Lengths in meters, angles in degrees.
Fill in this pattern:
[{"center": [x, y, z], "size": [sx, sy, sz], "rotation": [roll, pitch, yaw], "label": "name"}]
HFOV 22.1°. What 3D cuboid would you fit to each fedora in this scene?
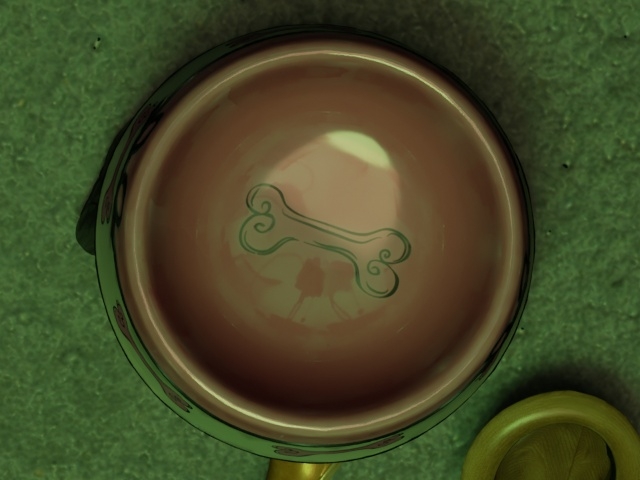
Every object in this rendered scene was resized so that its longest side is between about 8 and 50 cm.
[{"center": [0.227, 0.222, 1.617], "size": [0.194, 0.079, 0.194], "rotation": [0, 113, 1], "label": "fedora"}]

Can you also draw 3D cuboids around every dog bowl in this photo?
[{"center": [0.000, 0.000, 1.449], "size": [0.408, 0.150, 0.407], "rotation": [0, 88, -4], "label": "dog bowl"}]

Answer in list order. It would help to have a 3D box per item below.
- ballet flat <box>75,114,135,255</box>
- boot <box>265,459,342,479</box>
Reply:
[{"center": [-0.176, -0.062, 1.551], "size": [0.057, 0.049, 0.173], "rotation": [37, 101, 23], "label": "ballet flat"}, {"center": [-0.050, 0.123, 1.581], "size": [0.211, 0.104, 0.295], "rotation": [33, 98, -5], "label": "boot"}]
